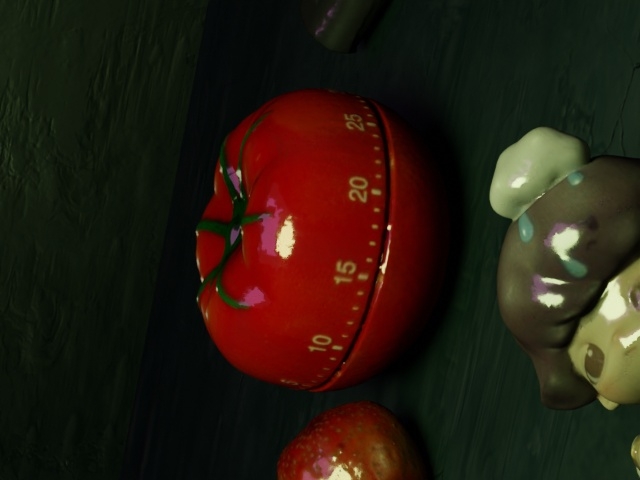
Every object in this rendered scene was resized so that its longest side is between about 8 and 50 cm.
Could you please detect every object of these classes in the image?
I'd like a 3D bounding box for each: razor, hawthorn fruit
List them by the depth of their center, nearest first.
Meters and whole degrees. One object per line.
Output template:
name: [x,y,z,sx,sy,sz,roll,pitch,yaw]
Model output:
hawthorn fruit: [0.051,0.297,1.542,0.200,0.179,0.179,49,130,35]
razor: [0.066,-0.437,1.827,0.189,0.107,0.327,-109,34,-48]

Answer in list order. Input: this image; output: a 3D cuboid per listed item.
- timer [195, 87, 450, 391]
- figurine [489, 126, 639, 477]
timer: [0.000,0.000,1.610,0.378,0.279,0.378,-171,90,-70]
figurine: [0.267,0.093,1.025,0.218,0.206,0.365,100,161,-44]
